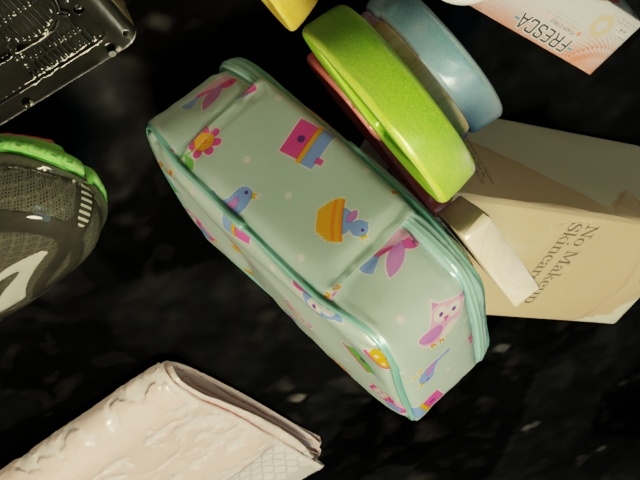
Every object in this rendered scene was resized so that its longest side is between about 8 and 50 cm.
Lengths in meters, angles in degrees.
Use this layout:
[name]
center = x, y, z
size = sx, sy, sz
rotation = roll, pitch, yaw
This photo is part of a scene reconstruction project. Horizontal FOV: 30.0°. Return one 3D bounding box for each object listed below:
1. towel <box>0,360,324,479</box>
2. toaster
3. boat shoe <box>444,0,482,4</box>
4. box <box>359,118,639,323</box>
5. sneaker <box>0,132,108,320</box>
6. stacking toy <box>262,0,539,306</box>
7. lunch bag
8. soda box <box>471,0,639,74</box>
[towel]
center = -0.198, 0.274, 1.306
size = 0.332, 0.053, 0.317
rotation = -36, 141, 14
[toaster]
center = -0.232, -0.157, 0.712
size = 0.168, 0.110, 0.185
rotation = -31, 143, 9
[boat shoe]
center = 0.071, -0.233, 0.698
size = 0.076, 0.228, 0.080
rotation = 6, 146, -47
[box]
center = 0.175, -0.019, 1.092
size = 0.311, 0.121, 0.148
rotation = 5, 134, -33
[sneaker]
center = -0.338, 0.100, 0.891
size = 0.483, 0.202, 0.185
rotation = -36, 142, 16
[stacking toy]
center = 0.070, -0.129, 0.787
size = 0.130, 0.279, 0.309
rotation = -40, 140, 3
[lunch bag]
center = 0.000, 0.000, 0.895
size = 0.108, 0.279, 0.224
rotation = -43, 154, -8
[soda box]
center = 0.169, -0.195, 0.927
size = 0.183, 0.058, 0.063
rotation = 17, 127, -42
